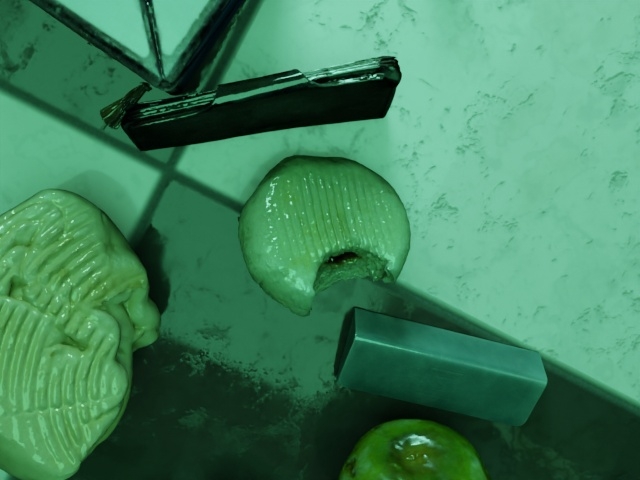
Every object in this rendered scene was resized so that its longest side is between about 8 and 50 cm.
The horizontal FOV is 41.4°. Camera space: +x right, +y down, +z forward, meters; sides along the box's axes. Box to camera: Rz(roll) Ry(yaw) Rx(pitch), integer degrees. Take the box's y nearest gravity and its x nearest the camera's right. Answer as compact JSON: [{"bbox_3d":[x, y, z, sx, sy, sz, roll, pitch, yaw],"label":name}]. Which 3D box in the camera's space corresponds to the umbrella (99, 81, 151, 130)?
[{"bbox_3d":[-0.244,-0.166,1.048,0.083,0.020,0.031,-46,61,3],"label":"umbrella"}]

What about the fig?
[{"bbox_3d":[0.111,0.371,1.108,0.206,0.206,0.275,-4,128,-5],"label":"fig"}]

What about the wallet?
[{"bbox_3d":[-0.068,-0.158,0.993,0.318,0.172,0.045,-10,85,-3],"label":"wallet"}]

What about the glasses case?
[{"bbox_3d":[0.162,0.174,1.125,0.266,0.056,0.105,14,97,-8],"label":"glasses case"}]

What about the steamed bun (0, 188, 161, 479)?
[{"bbox_3d":[-0.333,0.113,0.996,0.276,0.203,0.289,-36,104,-25],"label":"steamed bun"}]

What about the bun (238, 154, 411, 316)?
[{"bbox_3d":[0.000,0.000,1.044,0.212,0.126,0.204,12,72,-13],"label":"bun"}]

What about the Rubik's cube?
[{"bbox_3d":[-0.195,-0.329,0.909,0.255,0.259,0.260,35,91,-11],"label":"Rubik's cube"}]
